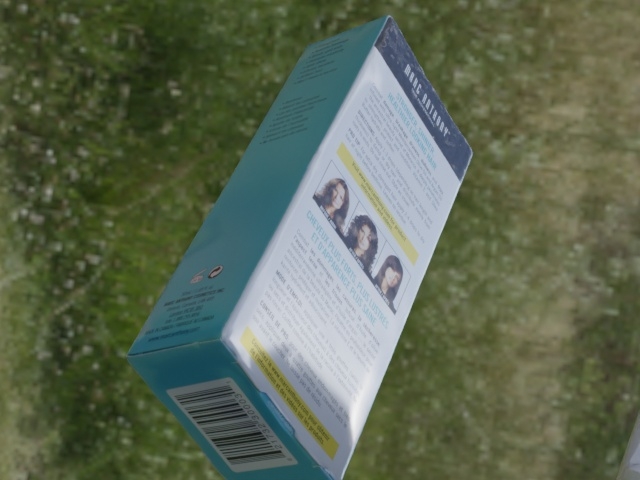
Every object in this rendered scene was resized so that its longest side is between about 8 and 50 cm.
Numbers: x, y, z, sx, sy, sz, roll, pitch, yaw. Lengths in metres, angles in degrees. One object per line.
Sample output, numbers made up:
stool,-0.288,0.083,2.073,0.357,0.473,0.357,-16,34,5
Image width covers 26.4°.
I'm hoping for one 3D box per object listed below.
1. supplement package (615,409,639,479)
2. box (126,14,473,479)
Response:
supplement package,0.200,0.202,0.624,0.177,0.175,0.292,-47,150,-58
box,0.000,0.000,0.681,0.100,0.060,0.244,55,40,-27
